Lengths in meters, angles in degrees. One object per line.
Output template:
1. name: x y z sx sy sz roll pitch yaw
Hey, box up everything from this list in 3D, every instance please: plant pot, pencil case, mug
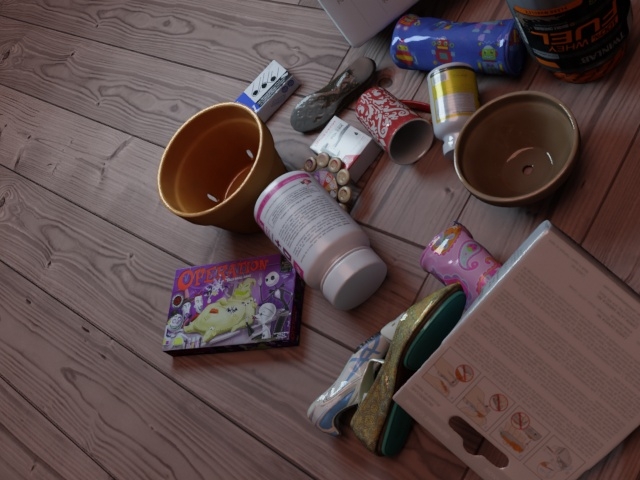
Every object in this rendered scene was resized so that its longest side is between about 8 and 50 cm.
1. plant pot: -0.200 -0.144 1.758 0.290 0.203 0.291 -15 59 26
2. plant pot: 0.385 -0.159 1.457 0.237 0.109 0.238 -14 60 26
3. pencil case: 0.305 0.091 1.376 0.124 0.124 0.284 -45 50 5
4. pencil case: 0.300 -0.425 1.645 0.306 0.120 0.133 15 37 37
5. mug: 0.170 -0.256 1.666 0.169 0.150 0.113 52 134 43

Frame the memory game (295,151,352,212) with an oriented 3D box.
1. memory game: -0.002 -0.106 1.697 0.186 0.012 0.186 -6 81 40

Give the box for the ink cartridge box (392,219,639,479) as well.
1. ink cartridge box: 0.354 0.210 1.223 0.308 0.091 0.385 40 108 4

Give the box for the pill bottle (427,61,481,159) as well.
1. pill bottle: 0.281 -0.265 1.573 0.103 0.103 0.184 -13 73 27

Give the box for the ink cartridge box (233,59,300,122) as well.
1. ink cartridge box: -0.156 -0.355 1.940 0.207 0.046 0.097 -46 50 4

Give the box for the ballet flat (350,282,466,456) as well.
1. ballet flat: 0.143 0.218 1.366 0.123 0.123 0.349 30 105 39

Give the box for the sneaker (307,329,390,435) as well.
1. sneaker: 0.073 0.269 1.461 0.086 0.085 0.237 37 84 11

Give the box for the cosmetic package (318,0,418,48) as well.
1. cosmetic package: 0.111 -0.726 1.732 0.393 0.329 0.327 -36 33 12

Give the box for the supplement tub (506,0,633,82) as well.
1. supplement tub: 0.459 -0.454 1.415 0.207 0.338 0.207 -14 60 26

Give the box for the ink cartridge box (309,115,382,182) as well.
1. ink cartridge box: 0.056 -0.208 1.724 0.135 0.056 0.099 37 90 39

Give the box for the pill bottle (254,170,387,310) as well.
1. pill bottle: 0.000 0.000 1.573 0.160 0.160 0.283 -44 60 5

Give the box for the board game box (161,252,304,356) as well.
1. board game box: -0.196 0.145 1.709 0.346 0.056 0.208 -10 57 28

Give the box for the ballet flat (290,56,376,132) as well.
1. ballet flat: 0.033 -0.346 1.817 0.250 0.058 0.084 -40 87 15
